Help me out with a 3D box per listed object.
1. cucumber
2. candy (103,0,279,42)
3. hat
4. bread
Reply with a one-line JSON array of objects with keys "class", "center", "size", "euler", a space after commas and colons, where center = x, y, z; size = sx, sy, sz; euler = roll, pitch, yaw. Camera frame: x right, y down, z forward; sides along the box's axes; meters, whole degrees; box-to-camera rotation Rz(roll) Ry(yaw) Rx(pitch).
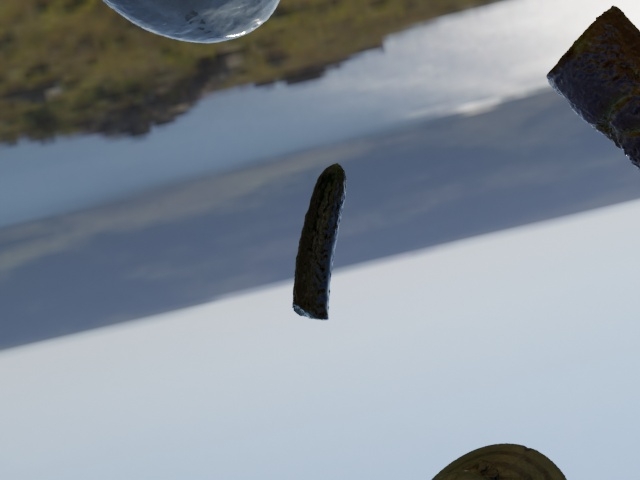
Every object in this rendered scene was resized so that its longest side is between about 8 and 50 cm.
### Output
[{"class": "cucumber", "center": [0.000, 0.000, 2.287], "size": [0.058, 0.215, 0.052], "euler": [5, 171, 22]}, {"class": "candy", "center": [-0.176, -0.421, 1.911], "size": [0.186, 0.427, 0.386], "euler": [-15, -149, 37]}, {"class": "hat", "center": [0.177, 0.342, 2.097], "size": [0.252, 0.252, 0.110], "euler": [-14, 142, 32]}, {"class": "bread", "center": [0.352, -0.167, 1.941], "size": [0.103, 0.172, 0.132], "euler": [-36, 169, -46]}]
